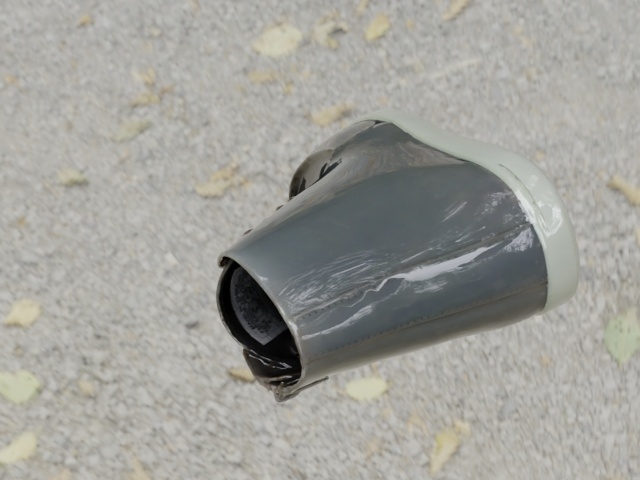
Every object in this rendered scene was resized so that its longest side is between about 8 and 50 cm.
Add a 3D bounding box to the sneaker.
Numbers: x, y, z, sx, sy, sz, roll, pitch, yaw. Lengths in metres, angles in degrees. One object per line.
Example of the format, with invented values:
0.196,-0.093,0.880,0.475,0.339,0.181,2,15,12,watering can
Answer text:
0.000,0.000,0.548,0.118,0.222,0.083,-19,100,-17,sneaker
